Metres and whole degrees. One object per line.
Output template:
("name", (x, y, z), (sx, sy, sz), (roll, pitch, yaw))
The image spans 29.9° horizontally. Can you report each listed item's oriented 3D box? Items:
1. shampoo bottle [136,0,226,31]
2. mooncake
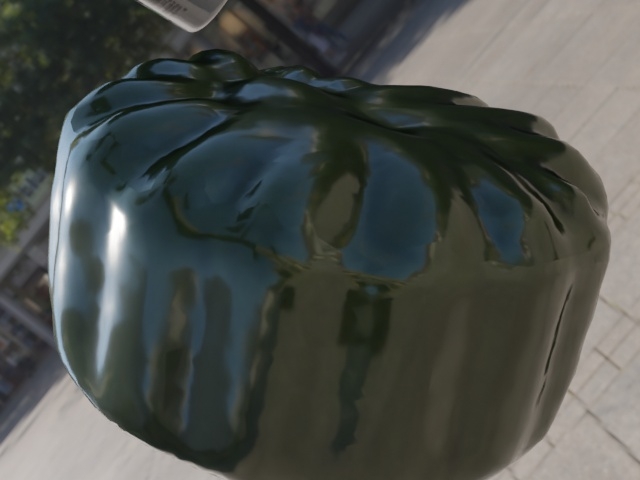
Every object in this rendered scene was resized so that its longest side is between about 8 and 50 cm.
("shampoo bottle", (-0.201, -0.270, 0.899), (0.092, 0.303, 0.092), (-41, 33, 34))
("mooncake", (0.000, 0.000, 0.749), (0.351, 0.351, 0.187), (-68, -9, -64))
